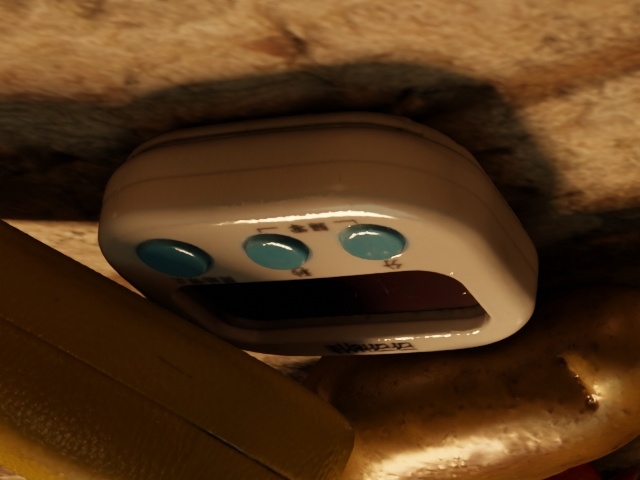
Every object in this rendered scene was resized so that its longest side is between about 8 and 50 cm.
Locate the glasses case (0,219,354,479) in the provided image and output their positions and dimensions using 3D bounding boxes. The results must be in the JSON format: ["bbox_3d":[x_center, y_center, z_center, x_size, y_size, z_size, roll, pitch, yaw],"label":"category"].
[{"bbox_3d":[-0.164,0.097,1.148,0.371,0.141,0.173,28,168,4],"label":"glasses case"}]

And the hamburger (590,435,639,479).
[{"bbox_3d":[0.367,0.254,1.528,0.302,0.170,0.302,3,160,1],"label":"hamburger"}]

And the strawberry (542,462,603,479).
[{"bbox_3d":[0.091,0.277,1.483,0.295,0.317,0.345,8,148,-39],"label":"strawberry"}]

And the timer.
[{"bbox_3d":[0.000,0.000,1.109,0.262,0.087,0.237,-4,155,24],"label":"timer"}]

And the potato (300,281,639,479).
[{"bbox_3d":[0.115,0.114,1.256,0.195,0.176,0.369,27,145,-35],"label":"potato"}]
